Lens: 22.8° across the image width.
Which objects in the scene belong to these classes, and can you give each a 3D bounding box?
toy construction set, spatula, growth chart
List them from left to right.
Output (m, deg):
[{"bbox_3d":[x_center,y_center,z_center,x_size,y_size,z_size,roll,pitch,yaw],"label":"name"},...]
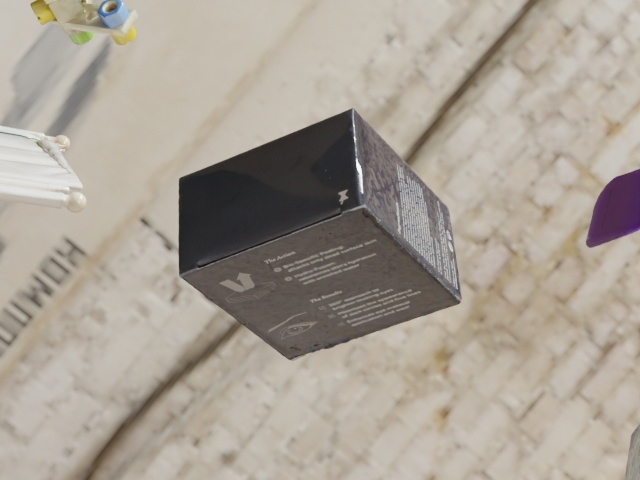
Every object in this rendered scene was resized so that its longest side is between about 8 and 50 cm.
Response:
[{"bbox_3d":[-0.273,-0.067,1.263,0.237,0.172,0.021,-130,-128,-68],"label":"growth chart"},{"bbox_3d":[-0.375,-0.312,1.884,0.151,0.328,0.215,86,2,-53],"label":"toy construction set"},{"bbox_3d":[0.390,-0.047,1.594,0.296,0.030,0.084,-8,-124,42],"label":"spatula"}]

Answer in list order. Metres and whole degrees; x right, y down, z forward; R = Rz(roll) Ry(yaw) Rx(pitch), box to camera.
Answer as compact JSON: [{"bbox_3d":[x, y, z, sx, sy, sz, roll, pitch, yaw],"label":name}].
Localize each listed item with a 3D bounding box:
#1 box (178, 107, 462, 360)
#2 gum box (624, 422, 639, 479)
[{"bbox_3d":[0.000,0.000,1.190,0.156,0.158,0.093,-20,-127,23],"label":"box"},{"bbox_3d":[0.180,0.166,0.821,0.157,0.041,0.184,91,12,-65],"label":"gum box"}]
